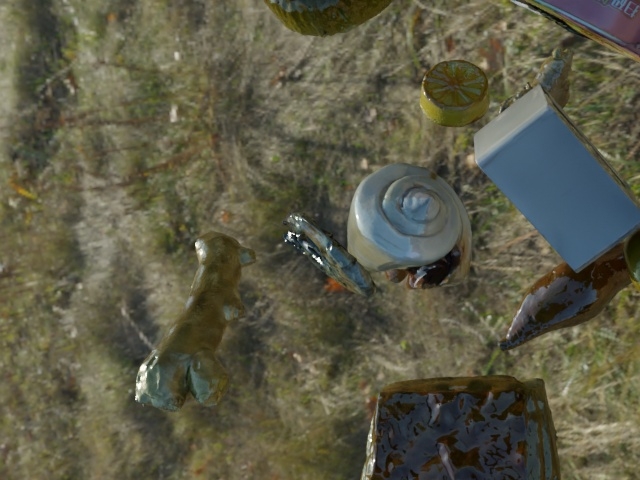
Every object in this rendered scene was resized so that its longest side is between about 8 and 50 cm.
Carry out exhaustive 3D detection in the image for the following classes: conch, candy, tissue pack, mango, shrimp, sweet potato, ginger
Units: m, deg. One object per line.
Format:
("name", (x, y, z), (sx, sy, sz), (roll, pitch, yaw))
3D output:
("conch", (0.101, -0.019, 0.987), (0.255, 0.158, 0.127), (154, 136, -77))
("candy", (0.017, -0.444, 1.294), (0.260, 0.260, 0.118), (47, 178, 33))
("tissue pack", (0.372, -0.100, 1.284), (0.136, 0.159, 0.246), (-39, 102, 23))
("mango", (0.522, 0.029, 1.279), (0.111, 0.163, 0.089), (52, 128, 13))
("shrimp", (0.000, 0.000, 0.756), (0.091, 0.034, 0.161), (54, 170, -29))
("sweet potato", (0.456, 0.082, 1.434), (0.359, 0.112, 0.112), (-36, 66, 7))
("ginger", (0.430, -0.271, 1.612), (0.074, 0.213, 0.137), (31, 168, 39))
("ginger", (-0.150, 0.090, 1.029), (0.298, 0.118, 0.065), (-82, -18, -47))

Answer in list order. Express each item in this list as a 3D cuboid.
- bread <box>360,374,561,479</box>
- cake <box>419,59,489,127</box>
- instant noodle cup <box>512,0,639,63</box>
("bread", (0.194, 0.356, 1.112), (0.278, 0.167, 0.324), (-7, 61, 24))
("cake", (0.159, -0.173, 0.973), (0.084, 0.084, 0.044), (55, 168, 26))
("instant noodle cup", (0.346, -0.350, 0.917), (0.244, 0.244, 0.255), (43, 114, 37))
